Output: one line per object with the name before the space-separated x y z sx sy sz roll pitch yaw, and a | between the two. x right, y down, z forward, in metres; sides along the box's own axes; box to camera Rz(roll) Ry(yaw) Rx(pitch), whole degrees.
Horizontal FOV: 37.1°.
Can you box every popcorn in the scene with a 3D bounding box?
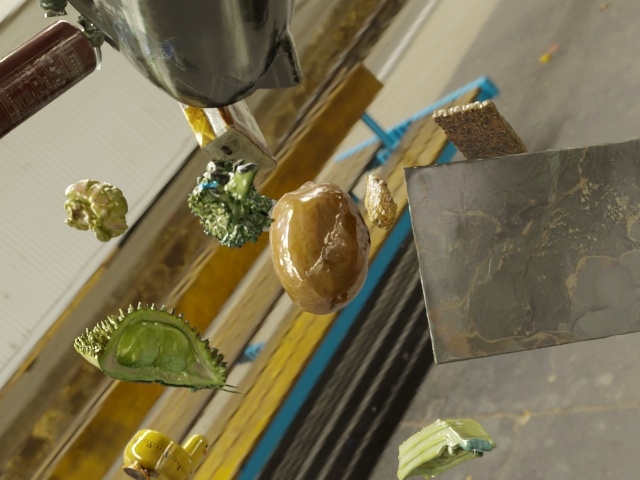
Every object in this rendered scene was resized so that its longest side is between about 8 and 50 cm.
popcorn | -0.365 -0.051 1.559 0.097 0.109 0.089 -22 8 46

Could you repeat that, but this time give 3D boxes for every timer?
timer | -0.224 0.312 1.366 0.107 0.107 0.109 -28 19 50

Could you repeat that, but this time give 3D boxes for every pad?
pad | 0.297 0.004 1.167 0.367 0.248 0.007 -7 -15 -6

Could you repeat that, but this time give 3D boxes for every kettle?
kettle | -0.170 -0.283 1.029 0.324 0.320 0.228 89 -159 -63

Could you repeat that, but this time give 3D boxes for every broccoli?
broccoli | -0.144 -0.076 1.603 0.167 0.154 0.160 -68 -1 -48

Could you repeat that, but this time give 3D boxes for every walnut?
walnut | 0.000 0.000 1.835 0.203 0.203 0.298 -35 46 37

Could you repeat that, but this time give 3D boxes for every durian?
durian | -0.327 0.223 1.822 0.158 0.351 0.169 -36 55 26

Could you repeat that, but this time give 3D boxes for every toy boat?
toy boat | 0.253 0.427 1.962 0.276 0.111 0.084 133 136 -54

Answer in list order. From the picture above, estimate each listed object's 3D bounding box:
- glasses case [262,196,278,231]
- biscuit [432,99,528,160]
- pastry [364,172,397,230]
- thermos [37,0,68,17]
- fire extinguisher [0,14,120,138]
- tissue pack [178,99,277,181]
glasses case | -0.202 -0.077 2.472 0.059 0.233 0.092 123 151 -53
biscuit | 0.323 -0.210 1.910 0.131 0.231 0.025 -8 65 31
pastry | 0.126 -0.085 2.059 0.140 0.056 0.080 -115 30 -58
thermos | -0.382 -0.407 1.325 0.073 0.188 0.083 -12 20 -21
fire extinguisher | -0.413 -0.245 1.404 0.269 0.105 0.104 -45 13 -27
tissue pack | -0.184 -0.232 1.772 0.092 0.183 0.226 -36 58 9
